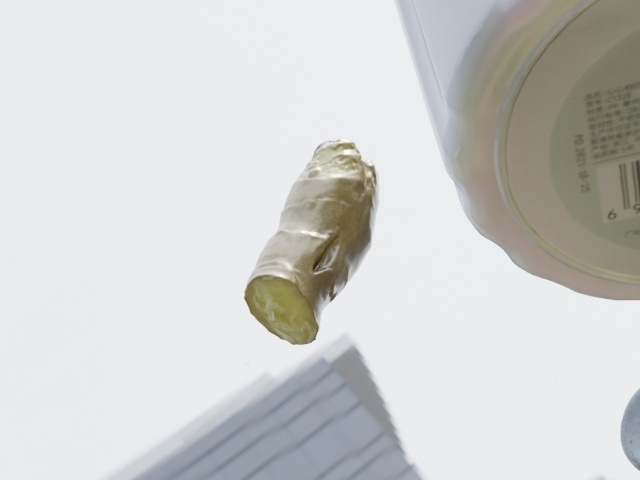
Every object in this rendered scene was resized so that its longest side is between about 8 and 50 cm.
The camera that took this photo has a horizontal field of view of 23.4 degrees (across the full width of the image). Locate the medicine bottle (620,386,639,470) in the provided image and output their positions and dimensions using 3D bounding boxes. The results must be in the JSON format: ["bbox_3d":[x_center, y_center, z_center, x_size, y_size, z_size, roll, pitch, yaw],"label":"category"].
[{"bbox_3d":[0.321,0.171,1.183,0.203,0.083,0.083,29,-73,-33],"label":"medicine bottle"}]

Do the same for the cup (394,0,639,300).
[{"bbox_3d":[0.094,-0.117,0.470,0.167,0.202,0.221,-10,-46,3],"label":"cup"}]

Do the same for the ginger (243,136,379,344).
[{"bbox_3d":[0.000,0.000,1.712,0.116,0.109,0.263,112,-178,-48],"label":"ginger"}]
